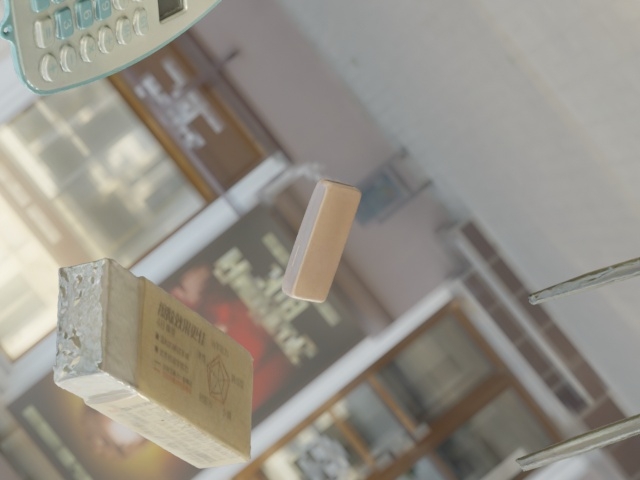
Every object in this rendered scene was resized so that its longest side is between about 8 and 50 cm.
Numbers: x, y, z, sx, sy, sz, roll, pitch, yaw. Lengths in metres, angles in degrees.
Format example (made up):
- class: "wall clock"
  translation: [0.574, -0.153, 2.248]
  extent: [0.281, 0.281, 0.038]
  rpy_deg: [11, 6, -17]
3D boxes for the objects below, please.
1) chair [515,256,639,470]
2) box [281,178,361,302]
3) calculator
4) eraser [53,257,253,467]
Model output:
- class: "chair"
  translation: [0.294, 0.096, 1.211]
  extent: [0.188, 0.272, 0.166]
  rpy_deg: [36, -135, -31]
- class: "box"
  translation: [0.000, 0.000, 1.606]
  extent: [0.048, 0.115, 0.025]
  rpy_deg: [11, -170, -40]
- class: "calculator"
  translation: [-0.266, -0.336, 2.185]
  extent: [0.054, 0.386, 0.256]
  rpy_deg: [23, 131, 31]
- class: "eraser"
  translation: [-0.182, 0.146, 1.947]
  extent: [0.343, 0.078, 0.144]
  rpy_deg: [43, -139, -56]
